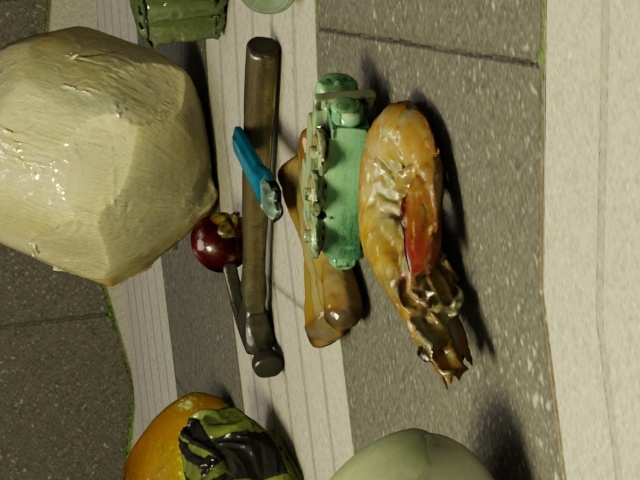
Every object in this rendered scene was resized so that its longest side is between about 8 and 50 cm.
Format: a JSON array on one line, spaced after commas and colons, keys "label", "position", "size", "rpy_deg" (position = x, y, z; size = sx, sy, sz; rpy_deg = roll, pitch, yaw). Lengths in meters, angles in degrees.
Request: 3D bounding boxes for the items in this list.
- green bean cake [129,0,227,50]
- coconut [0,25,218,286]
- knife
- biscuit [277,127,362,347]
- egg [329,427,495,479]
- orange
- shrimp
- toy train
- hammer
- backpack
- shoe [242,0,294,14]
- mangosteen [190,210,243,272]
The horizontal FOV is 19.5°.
[{"label": "green bean cake", "position": [-0.197, -0.411, 2.407], "size": [0.241, 0.132, 0.255], "rpy_deg": [96, 162, -56]}, {"label": "coconut", "position": [-0.320, -0.115, 2.626], "size": [0.346, 0.360, 0.346], "rpy_deg": [-60, -15, -28]}, {"label": "knife", "position": [-0.069, -0.078, 2.047], "size": [0.296, 0.026, 0.044], "rpy_deg": [-118, 18, -68]}, {"label": "biscuit", "position": [0.000, 0.000, 1.923], "size": [0.164, 0.047, 0.208], "rpy_deg": [135, 127, -73]}, {"label": "egg", "position": [0.068, 0.253, 1.455], "size": [0.183, 0.183, 0.217], "rpy_deg": [-124, 37, -64]}, {"label": "orange", "position": [-0.189, 0.388, 2.725], "size": [0.262, 0.196, 0.334], "rpy_deg": [145, 125, -60]}, {"label": "shrimp", "position": [0.085, -0.007, 1.546], "size": [0.287, 0.063, 0.152], "rpy_deg": [-109, 29, -47]}, {"label": "toy train", "position": [0.018, -0.068, 1.749], "size": [0.125, 0.081, 0.194], "rpy_deg": [-105, 13, -48]}, {"label": "hammer", "position": [-0.074, -0.046, 2.242], "size": [0.168, 0.044, 0.440], "rpy_deg": [-114, 22, -49]}, {"label": "backpack", "position": [-0.110, 0.324, 2.365], "size": [0.253, 0.140, 0.207], "rpy_deg": [-129, 36, -59]}, {"label": "shoe", "position": [-0.053, -0.340, 1.969], "size": [0.078, 0.079, 0.195], "rpy_deg": [-56, -35, -51]}, {"label": "mangosteen", "position": [-0.129, 0.003, 2.436], "size": [0.081, 0.081, 0.081], "rpy_deg": [173, 90, -77]}]
